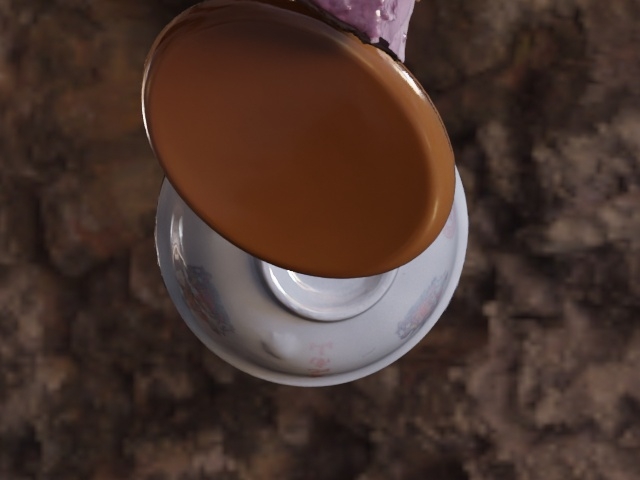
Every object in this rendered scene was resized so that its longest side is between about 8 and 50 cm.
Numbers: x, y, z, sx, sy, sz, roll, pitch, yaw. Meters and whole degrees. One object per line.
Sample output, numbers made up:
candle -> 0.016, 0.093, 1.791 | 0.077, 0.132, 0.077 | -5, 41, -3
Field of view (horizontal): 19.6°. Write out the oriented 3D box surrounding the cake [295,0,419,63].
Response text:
cake -> -0.051, -0.234, 1.191 | 0.295, 0.116, 0.113 | 30, -83, 5

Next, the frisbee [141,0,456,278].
frisbee -> -0.021, -0.069, 1.347 | 0.251, 0.021, 0.251 | 16, -47, 18

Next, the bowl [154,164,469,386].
bowl -> 0.000, 0.000, 1.924 | 0.157, 0.345, 0.345 | -124, -138, -79
